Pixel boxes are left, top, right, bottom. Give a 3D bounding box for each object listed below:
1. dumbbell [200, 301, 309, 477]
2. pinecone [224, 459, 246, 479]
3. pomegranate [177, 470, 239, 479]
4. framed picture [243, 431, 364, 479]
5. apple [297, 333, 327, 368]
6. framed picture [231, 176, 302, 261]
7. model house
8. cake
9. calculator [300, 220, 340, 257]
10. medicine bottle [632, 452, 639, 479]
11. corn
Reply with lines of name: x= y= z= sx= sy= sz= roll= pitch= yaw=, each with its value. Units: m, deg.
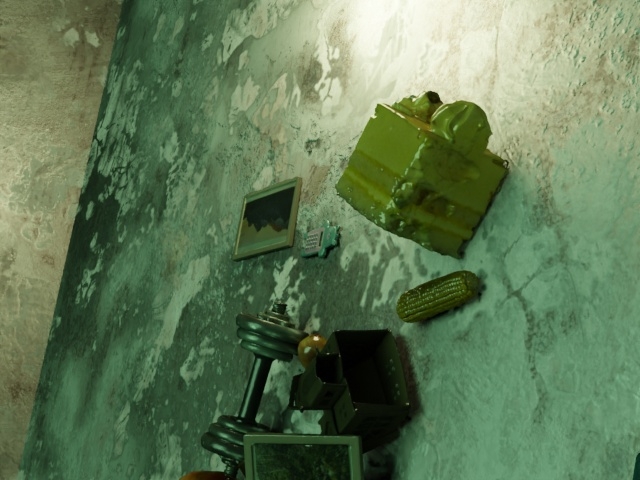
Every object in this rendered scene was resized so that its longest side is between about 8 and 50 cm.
dumbbell: x=-0.148 y=0.335 z=2.154 sx=0.179 sy=0.179 sz=0.406 roll=9 pitch=81 yaw=56
pinecone: x=-0.114 y=0.554 z=1.964 sx=0.202 sy=0.201 sz=0.229 roll=4 pitch=103 yaw=37
pomegranate: x=-0.253 y=0.623 z=2.144 sx=0.209 sy=0.209 sz=0.209 roll=-30 pitch=51 yaw=45
framed picture: x=-0.027 y=0.528 z=1.814 sx=0.240 sy=0.020 sz=0.324 roll=-1 pitch=93 yaw=18
apple: x=-0.009 y=0.248 z=2.090 sx=0.084 sy=0.084 sz=0.071 roll=-59 pitch=7 yaw=17
framed picture: x=-0.141 y=-0.054 z=2.488 sx=0.265 sy=0.018 sz=0.192 roll=-16 pitch=60 yaw=52
model house: x=0.035 y=0.322 z=1.906 sx=0.243 sy=0.204 sz=0.211 roll=118 pitch=148 yaw=-45
cake: x=0.211 y=-0.149 z=1.845 sx=0.227 sy=0.222 sz=0.286 roll=42 pitch=109 yaw=52
calculator: x=0.000 y=0.000 z=2.254 sx=0.141 sy=0.019 sz=0.094 roll=-16 pitch=59 yaw=52
medicine bottle: x=0.477 y=0.403 z=1.308 sx=0.124 sy=0.079 sz=0.258 roll=4 pitch=78 yaw=55
corn: x=0.222 y=0.108 z=1.835 sx=0.207 sy=0.068 sz=0.068 roll=-30 pitch=51 yaw=45
